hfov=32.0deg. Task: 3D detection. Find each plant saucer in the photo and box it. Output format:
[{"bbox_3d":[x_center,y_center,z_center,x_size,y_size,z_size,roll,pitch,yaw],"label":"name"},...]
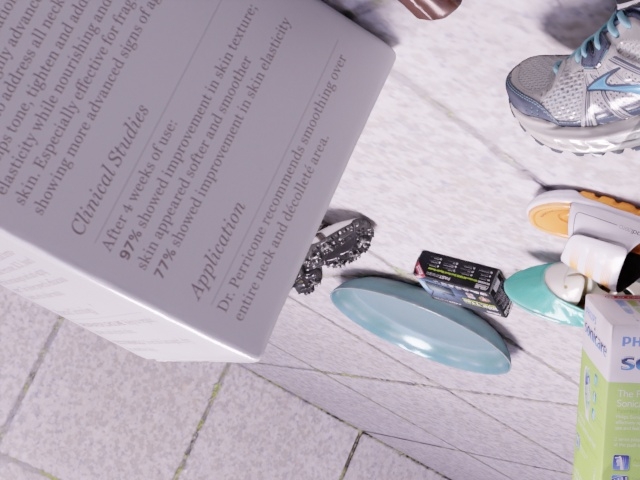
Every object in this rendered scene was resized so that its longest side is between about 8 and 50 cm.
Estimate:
[{"bbox_3d":[0.169,0.134,1.830,0.317,0.044,0.317,23,165,7],"label":"plant saucer"}]

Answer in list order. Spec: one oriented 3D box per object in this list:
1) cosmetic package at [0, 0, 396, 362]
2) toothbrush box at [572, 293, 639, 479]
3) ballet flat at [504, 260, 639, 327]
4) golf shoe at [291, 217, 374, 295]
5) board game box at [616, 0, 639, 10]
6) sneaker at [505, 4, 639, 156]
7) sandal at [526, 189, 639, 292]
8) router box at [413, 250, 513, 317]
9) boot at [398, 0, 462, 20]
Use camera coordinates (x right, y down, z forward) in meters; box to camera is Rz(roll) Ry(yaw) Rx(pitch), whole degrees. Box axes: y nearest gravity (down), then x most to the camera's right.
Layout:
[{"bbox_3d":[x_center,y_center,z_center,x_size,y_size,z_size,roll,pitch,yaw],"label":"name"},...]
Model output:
[{"bbox_3d":[-0.210,-0.112,1.059,0.393,0.329,0.327,31,164,-19],"label":"cosmetic package"},{"bbox_3d":[0.377,0.206,1.152,0.206,0.283,0.122,0,-167,0],"label":"toothbrush box"},{"bbox_3d":[0.338,0.066,1.315,0.247,0.083,0.087,22,138,23],"label":"ballet flat"},{"bbox_3d":[0.000,0.000,1.591,0.077,0.094,0.198,18,144,-33],"label":"golf shoe"},{"bbox_3d":[0.262,-0.153,0.584,0.186,0.026,0.126,-13,-175,-31],"label":"board game box"},{"bbox_3d":[0.239,-0.136,0.794,0.283,0.110,0.122,8,135,52],"label":"sneaker"},{"bbox_3d":[0.328,0.017,1.148,0.265,0.076,0.102,16,162,28],"label":"sandal"},{"bbox_3d":[0.200,0.061,1.553,0.122,0.038,0.092,15,162,31],"label":"router box"},{"bbox_3d":[0.048,-0.211,0.906,0.114,0.037,0.106,29,166,-33],"label":"boot"}]
